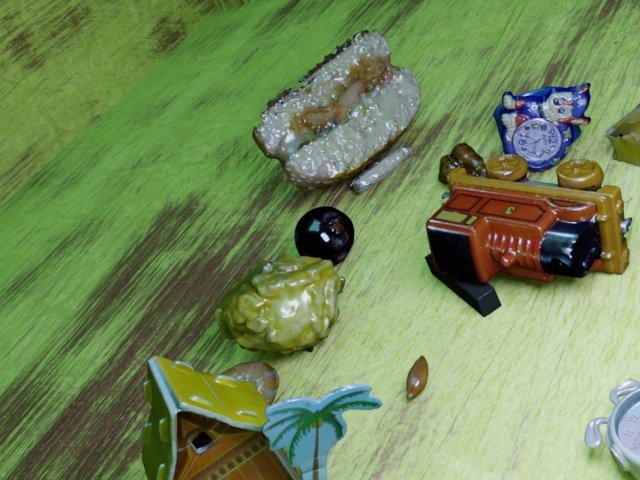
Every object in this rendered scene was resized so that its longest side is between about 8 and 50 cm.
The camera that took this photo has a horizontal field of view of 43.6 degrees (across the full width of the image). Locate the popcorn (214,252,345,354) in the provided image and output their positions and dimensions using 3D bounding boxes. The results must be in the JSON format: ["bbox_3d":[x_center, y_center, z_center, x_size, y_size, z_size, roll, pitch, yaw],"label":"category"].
[{"bbox_3d":[-0.064,0.124,1.534,0.266,0.192,0.233,-22,3,-41],"label":"popcorn"}]

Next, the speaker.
[{"bbox_3d":[0.255,0.072,1.453,0.040,0.046,0.191,-32,30,-7],"label":"speaker"}]

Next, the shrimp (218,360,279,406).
[{"bbox_3d":[-0.174,0.322,1.422,0.152,0.063,0.287,8,45,37],"label":"shrimp"}]

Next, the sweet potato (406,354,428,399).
[{"bbox_3d":[0.160,0.222,1.313,0.034,0.034,0.095,-10,38,30],"label":"sweet potato"}]

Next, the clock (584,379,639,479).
[{"bbox_3d":[0.440,0.245,1.012,0.151,0.062,0.191,-44,32,-23],"label":"clock"}]

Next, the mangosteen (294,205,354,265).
[{"bbox_3d":[0.000,0.000,1.718,0.151,0.137,0.137,-48,7,50],"label":"mangosteen"}]

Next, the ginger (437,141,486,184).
[{"bbox_3d":[0.305,-0.156,1.733,0.103,0.073,0.162,-30,31,-1],"label":"ginger"}]

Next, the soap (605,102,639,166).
[{"bbox_3d":[0.676,-0.234,1.539,0.233,0.076,0.135,-36,32,-14],"label":"soap"}]

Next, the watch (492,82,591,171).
[{"bbox_3d":[0.464,-0.253,1.682,0.196,0.171,0.200,-5,24,15],"label":"watch"}]

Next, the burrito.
[{"bbox_3d":[0.148,-0.173,1.930,0.185,0.041,0.045,-36,72,-14],"label":"burrito"}]

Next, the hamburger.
[{"bbox_3d":[0.033,-0.283,1.975,0.445,0.268,0.287,-44,3,-22],"label":"hamburger"}]

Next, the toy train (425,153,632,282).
[{"bbox_3d":[0.340,-0.026,1.383,0.369,0.163,0.231,12,43,43],"label":"toy train"}]

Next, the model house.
[{"bbox_3d":[-0.109,0.264,1.185,0.340,0.324,0.300,-34,31,-9],"label":"model house"}]
